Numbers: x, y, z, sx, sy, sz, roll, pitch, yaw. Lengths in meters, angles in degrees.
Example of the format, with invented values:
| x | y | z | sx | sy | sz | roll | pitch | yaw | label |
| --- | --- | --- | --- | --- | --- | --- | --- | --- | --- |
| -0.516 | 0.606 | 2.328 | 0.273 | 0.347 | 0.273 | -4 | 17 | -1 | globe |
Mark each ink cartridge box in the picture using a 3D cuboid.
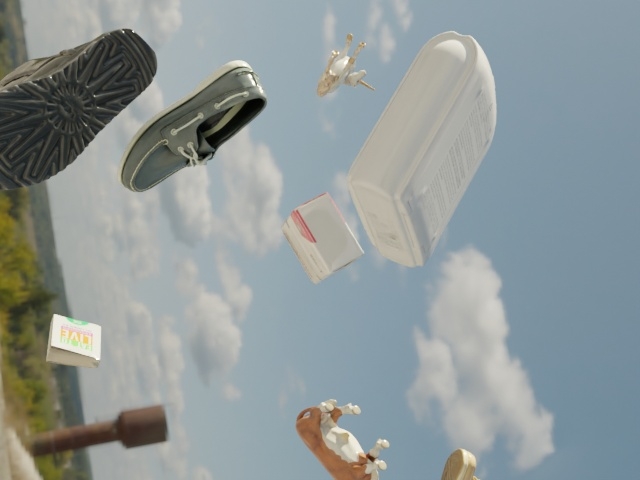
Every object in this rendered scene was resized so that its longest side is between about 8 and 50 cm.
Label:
| x | y | z | sx | sy | sz | roll | pitch | yaw | label |
| --- | --- | --- | --- | --- | --- | --- | --- | --- | --- |
| 0.000 | 0.000 | 2.164 | 0.158 | 0.092 | 0.218 | 60 | -14 | 3 | ink cartridge box |

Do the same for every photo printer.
| x | y | z | sx | sy | sz | roll | pitch | yaw | label |
| --- | --- | --- | --- | --- | --- | --- | --- | --- | --- |
| 0.167 | -0.143 | 1.508 | 0.307 | 0.107 | 0.256 | -60 | 155 | -16 | photo printer |

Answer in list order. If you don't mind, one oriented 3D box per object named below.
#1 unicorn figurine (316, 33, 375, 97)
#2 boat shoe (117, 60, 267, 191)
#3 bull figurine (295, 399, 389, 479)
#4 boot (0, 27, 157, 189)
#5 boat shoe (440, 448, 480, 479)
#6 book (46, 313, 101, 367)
| x | y | z | sx | sy | sz | roll | pitch | yaw | label |
| --- | --- | --- | --- | --- | --- | --- | --- | --- | --- |
| 0.039 | -0.288 | 1.688 | 0.060 | 0.162 | 0.111 | 45 | -41 | 17 | unicorn figurine |
| -0.229 | -0.188 | 1.798 | 0.099 | 0.319 | 0.116 | 51 | 4 | 30 | boat shoe |
| 0.069 | 0.506 | 2.347 | 0.310 | 0.101 | 0.188 | 44 | -50 | 8 | bull figurine |
| -0.513 | -0.206 | 1.674 | 0.445 | 0.367 | 0.146 | 5 | -53 | 52 | boot |
| 0.202 | 0.357 | 1.422 | 0.063 | 0.059 | 0.170 | -83 | -177 | -47 | boat shoe |
| -0.470 | 0.194 | 1.911 | 0.144 | 0.096 | 0.035 | -120 | -132 | -66 | book |
